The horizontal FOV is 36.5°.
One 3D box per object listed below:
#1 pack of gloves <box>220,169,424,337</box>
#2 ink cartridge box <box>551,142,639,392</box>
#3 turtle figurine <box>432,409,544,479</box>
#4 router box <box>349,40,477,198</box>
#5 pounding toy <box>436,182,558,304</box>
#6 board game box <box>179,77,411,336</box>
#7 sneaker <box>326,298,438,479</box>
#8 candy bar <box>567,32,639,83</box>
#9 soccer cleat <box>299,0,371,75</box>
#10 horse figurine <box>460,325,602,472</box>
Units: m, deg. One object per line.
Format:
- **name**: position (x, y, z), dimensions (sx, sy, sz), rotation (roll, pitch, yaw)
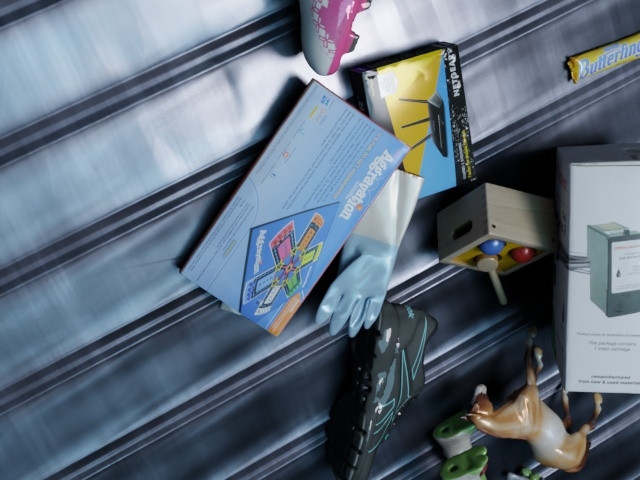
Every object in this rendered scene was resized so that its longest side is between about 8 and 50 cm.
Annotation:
- **pack of gloves**: position (0.000, 0.000, 1.214), dimensions (0.195, 0.046, 0.232), rotation (16, 102, -6)
- **ink cartridge box**: position (0.368, 0.026, 1.256), dimensions (0.121, 0.211, 0.289), rotation (0, 101, 9)
- **turtle figurine**: position (0.283, 0.371, 1.371), dimensions (0.198, 0.275, 0.266), rotation (-50, 120, -41)
- **router box**: position (0.118, -0.144, 1.213), dimensions (0.133, 0.046, 0.179), rotation (-19, 113, -16)
- **pounding toy**: position (0.228, 0.008, 1.266), dimensions (0.130, 0.141, 0.100), rotation (12, 65, -25)
- **board game box**: position (-0.031, -0.037, 1.161), dimensions (0.145, 0.027, 0.281), rotation (35, 96, -9)
- **sneaker**: position (0.085, 0.210, 1.284), dimensions (0.106, 0.101, 0.267), rotation (8, 104, -27)
- **candy bar**: position (0.402, -0.252, 1.315), dimensions (0.161, 0.018, 0.040), rotation (-21, 113, -16)
- **soccer cleat**: position (-0.002, -0.354, 1.071), dimensions (0.143, 0.116, 0.331), rotation (10, 101, -9)
- **horse figurine**: position (0.321, 0.251, 1.380), dimensions (0.263, 0.066, 0.174), rotation (45, 53, -26)
